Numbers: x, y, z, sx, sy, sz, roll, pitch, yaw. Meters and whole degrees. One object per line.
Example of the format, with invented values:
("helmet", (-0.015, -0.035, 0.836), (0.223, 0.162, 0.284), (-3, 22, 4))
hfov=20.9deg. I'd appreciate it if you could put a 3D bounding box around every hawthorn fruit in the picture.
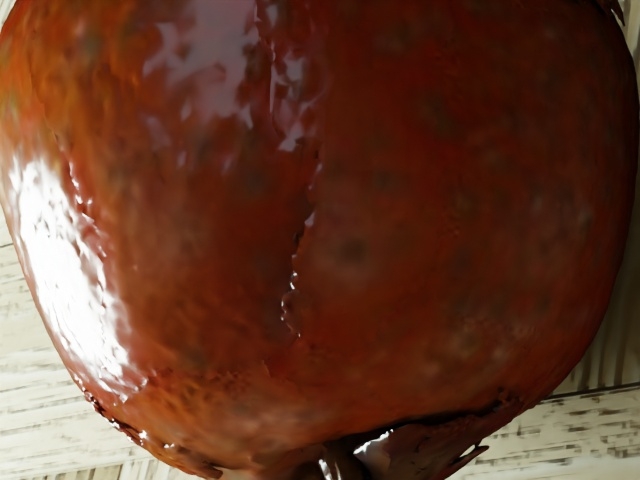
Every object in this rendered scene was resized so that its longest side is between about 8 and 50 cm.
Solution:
("hawthorn fruit", (0.000, 0.000, 0.712), (0.276, 0.276, 0.307), (-16, 63, 33))
